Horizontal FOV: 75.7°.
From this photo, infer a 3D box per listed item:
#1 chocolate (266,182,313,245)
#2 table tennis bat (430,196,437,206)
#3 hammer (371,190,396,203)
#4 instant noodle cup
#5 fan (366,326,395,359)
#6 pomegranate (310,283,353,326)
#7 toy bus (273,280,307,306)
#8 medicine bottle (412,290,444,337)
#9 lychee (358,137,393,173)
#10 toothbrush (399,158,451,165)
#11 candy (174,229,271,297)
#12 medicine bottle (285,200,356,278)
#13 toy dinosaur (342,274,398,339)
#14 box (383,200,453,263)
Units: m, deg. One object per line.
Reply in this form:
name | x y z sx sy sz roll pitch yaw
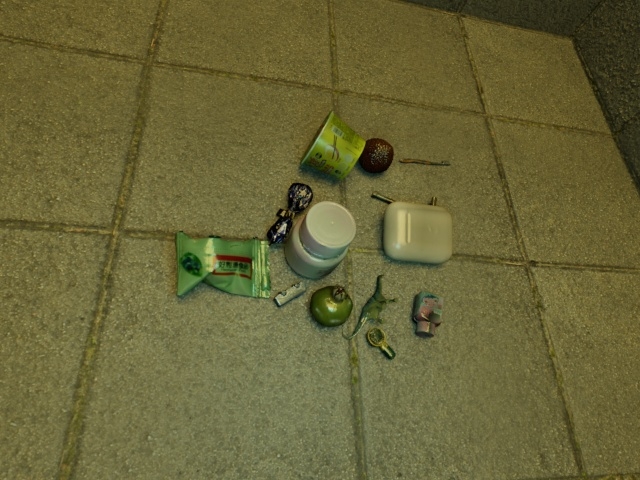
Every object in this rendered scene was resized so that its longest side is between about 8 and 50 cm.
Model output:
chocolate | -0.152 -0.106 1.893 0.148 0.126 0.343 7 57 33
table tennis bat | 0.573 -0.118 2.121 0.131 0.022 0.234 20 69 -16
hammer | 0.398 -0.187 2.122 0.287 0.033 0.111 23 60 -2
instant noodle cup | 0.066 -0.451 2.034 0.221 0.311 0.311 31 60 -11
fan | 0.259 0.444 1.763 0.082 0.039 0.155 -35 77 -28
pomegranate | 0.041 0.264 1.704 0.179 0.210 0.179 -5 62 9
toy bus | -0.129 0.227 1.764 0.153 0.051 0.061 -27 86 -25
medicine bottle | 0.477 0.333 1.845 0.119 0.094 0.188 19 61 -7
lychee | 0.292 -0.438 2.139 0.194 0.194 0.194 6 63 -12
toothbrush | 0.587 -0.439 2.304 0.321 0.023 0.031 -1 57 -17
candy | -0.396 0.104 1.699 0.398 0.172 0.263 6 84 -27
medicine bottle | 0.000 0.000 1.749 0.256 0.325 0.256 8 63 -15
toy dinosaur | 0.236 0.292 1.799 0.363 0.147 0.076 -55 127 -26
box | 0.471 -0.037 1.985 0.349 0.141 0.289 6 78 -13
